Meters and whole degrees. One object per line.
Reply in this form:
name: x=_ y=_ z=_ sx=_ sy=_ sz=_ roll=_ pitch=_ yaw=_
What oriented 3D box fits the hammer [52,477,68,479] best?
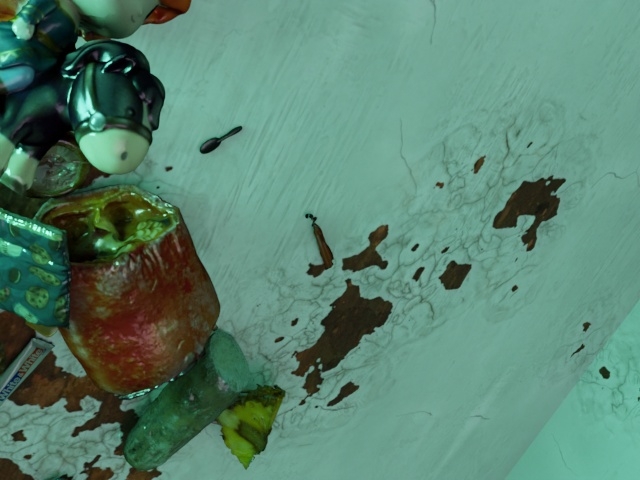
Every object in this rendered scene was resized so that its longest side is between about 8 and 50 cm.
hammer: x=-0.533 y=0.567 z=1.579 sx=0.116 sy=0.069 sz=0.194 roll=-41 pitch=146 yaw=0

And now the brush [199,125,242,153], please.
brush: x=-0.167 y=-0.170 z=1.253 sx=0.083 sy=0.008 sz=0.024 roll=-33 pitch=136 yaw=-9

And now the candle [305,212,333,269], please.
candle: x=0.001 y=-0.001 z=1.507 sx=0.026 sy=0.021 sz=0.167 roll=-16 pitch=137 yaw=4

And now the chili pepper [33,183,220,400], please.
chili pepper: x=-0.306 y=0.075 z=1.206 sx=0.252 sy=0.229 sz=0.305 roll=-15 pitch=134 yaw=-6

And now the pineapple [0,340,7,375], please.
pineapple: x=-0.638 y=0.203 z=1.108 sx=0.310 sy=0.141 sz=0.170 roll=-27 pitch=155 yaw=-28

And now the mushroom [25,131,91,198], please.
mushroom: x=-0.401 y=-0.114 z=1.103 sx=0.123 sy=0.052 sz=0.123 roll=-20 pitch=141 yaw=-17

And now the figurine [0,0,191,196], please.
figurine: x=-0.296 y=-0.249 z=0.856 sx=0.306 sy=0.411 sz=0.241 roll=0 pitch=161 yaw=14

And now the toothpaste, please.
toothpaste: x=-0.560 y=0.258 z=1.320 sx=0.218 sy=0.033 sz=0.052 roll=-48 pitch=141 yaw=2

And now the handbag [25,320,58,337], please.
handbag: x=-0.460 y=0.121 z=1.277 sx=0.083 sy=0.027 sz=0.061 roll=-45 pitch=134 yaw=-2

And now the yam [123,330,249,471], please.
yam: x=-0.279 y=0.341 z=1.518 sx=0.330 sy=0.133 sz=0.133 roll=-46 pitch=137 yaw=8

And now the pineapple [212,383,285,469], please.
pineapple: x=-0.167 y=0.372 z=1.659 sx=0.139 sy=0.164 sz=0.249 roll=-55 pitch=162 yaw=-49

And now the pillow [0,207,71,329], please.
pillow: x=-0.477 y=0.026 z=1.073 sx=0.256 sy=0.034 sz=0.188 roll=17 pitch=125 yaw=5
